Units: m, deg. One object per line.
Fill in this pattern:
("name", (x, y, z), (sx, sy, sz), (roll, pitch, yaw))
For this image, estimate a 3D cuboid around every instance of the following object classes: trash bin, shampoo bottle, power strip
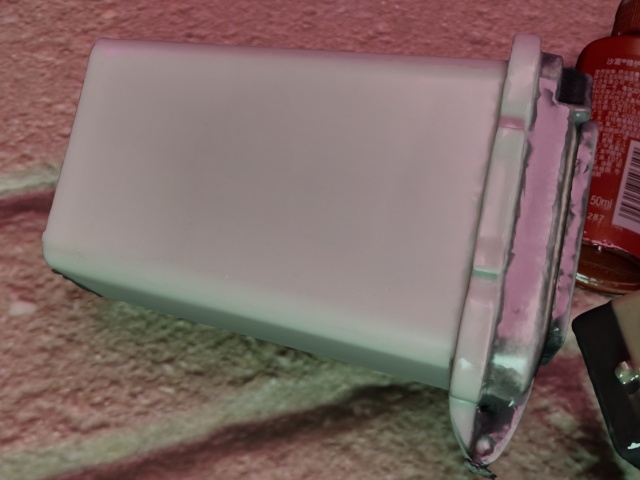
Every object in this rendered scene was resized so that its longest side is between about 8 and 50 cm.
("trash bin", (0.000, 0.000, 0.838), (0.368, 0.256, 0.296), (10, 80, 8))
("shampoo bottle", (0.275, -0.098, 1.023), (0.118, 0.076, 0.314), (12, 58, 15))
("power strip", (0.253, 0.117, 0.799), (0.070, 0.257, 0.105), (-27, 60, 20))
